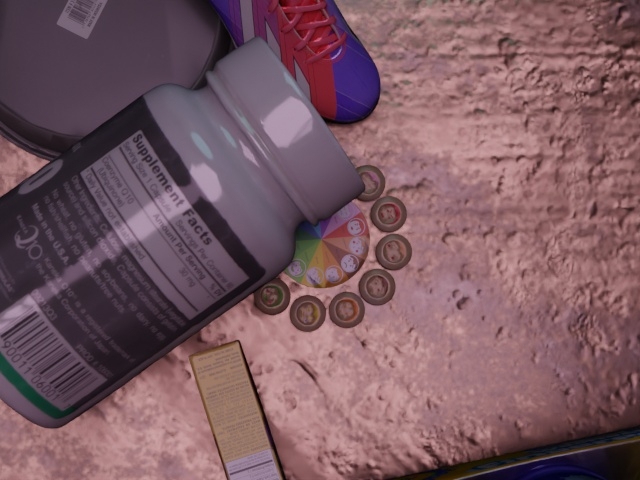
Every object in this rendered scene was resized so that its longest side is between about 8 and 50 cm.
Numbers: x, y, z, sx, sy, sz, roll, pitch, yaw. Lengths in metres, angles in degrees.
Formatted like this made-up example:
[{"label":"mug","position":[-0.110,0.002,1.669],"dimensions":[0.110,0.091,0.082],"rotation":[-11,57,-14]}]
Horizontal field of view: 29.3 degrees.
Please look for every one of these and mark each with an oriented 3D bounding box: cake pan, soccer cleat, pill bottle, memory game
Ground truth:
[{"label":"cake pan","position":[-0.225,-0.220,1.206],"dimensions":[0.293,0.054,0.293],"rotation":[0,85,-3]},{"label":"soccer cleat","position":[-0.044,-0.236,1.150],"dimensions":[0.318,0.116,0.108],"rotation":[47,64,-17]},{"label":"pill bottle","position":[-0.153,-0.011,1.102],"dimensions":[0.361,0.204,0.204],"rotation":[-35,88,1]},{"label":"memory game","position":[0.000,0.000,1.220],"dimensions":[0.186,0.012,0.186],"rotation":[0,85,-3]}]

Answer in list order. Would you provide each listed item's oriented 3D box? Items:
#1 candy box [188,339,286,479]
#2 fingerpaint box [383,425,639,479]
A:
[{"label":"candy box","position":[-0.071,0.189,1.153],"dimensions":[0.053,0.109,0.186],"rotation":[-17,87,-4]},{"label":"fingerpaint box","position":[0.218,0.272,1.030],"dimensions":[0.445,0.371,0.163],"rotation":[-11,88,-3]}]
